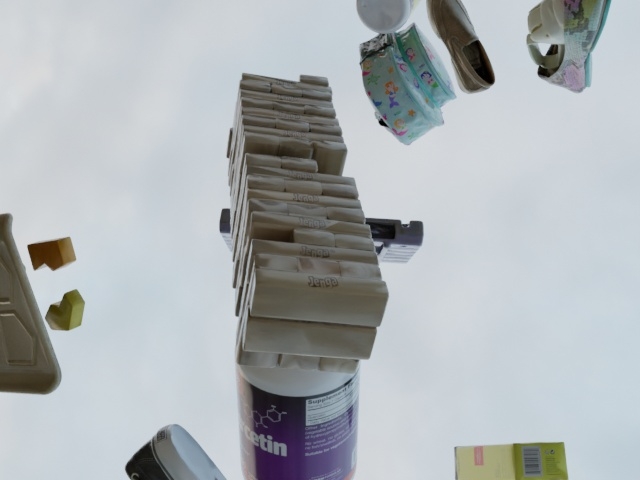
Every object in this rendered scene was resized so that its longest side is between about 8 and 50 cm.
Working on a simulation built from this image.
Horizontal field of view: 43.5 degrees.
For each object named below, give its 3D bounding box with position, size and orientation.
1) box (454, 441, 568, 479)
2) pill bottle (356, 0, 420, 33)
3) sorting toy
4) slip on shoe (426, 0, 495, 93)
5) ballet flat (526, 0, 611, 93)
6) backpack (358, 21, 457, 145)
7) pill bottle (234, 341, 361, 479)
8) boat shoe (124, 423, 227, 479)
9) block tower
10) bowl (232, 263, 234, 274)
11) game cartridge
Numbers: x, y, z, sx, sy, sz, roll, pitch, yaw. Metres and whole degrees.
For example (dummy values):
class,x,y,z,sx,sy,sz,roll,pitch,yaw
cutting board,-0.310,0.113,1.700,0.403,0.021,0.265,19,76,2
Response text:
class,x,y,z,sx,sy,sz,roll,pitch,yaw
box,0.286,0.343,1.239,0.232,0.087,0.058,127,-38,-72
pill bottle,0.159,-0.535,1.727,0.117,0.117,0.215,-17,-154,32
sorting toy,-0.386,0.080,1.010,0.307,0.041,0.229,-6,-79,37
slip on shoe,0.170,-0.240,0.957,0.051,0.135,0.041,-28,-163,-22
ballet flat,0.261,-0.221,0.858,0.079,0.221,0.077,3,-104,13
backpack,0.192,-0.347,1.802,0.191,0.225,0.254,-26,-147,25
pill bottle,-0.033,0.224,1.172,0.181,0.181,0.323,31,-48,43
boat shoe,-0.108,0.289,0.782,0.076,0.229,0.080,-35,-174,6
block tower,-0.026,-0.031,0.663,0.335,0.097,0.091,-99,-161,-55
bowl,-0.145,0.063,1.794,0.170,0.080,0.170,-36,-135,46
game cartridge,0.000,0.000,1.488,0.354,0.230,0.068,4,-105,0
